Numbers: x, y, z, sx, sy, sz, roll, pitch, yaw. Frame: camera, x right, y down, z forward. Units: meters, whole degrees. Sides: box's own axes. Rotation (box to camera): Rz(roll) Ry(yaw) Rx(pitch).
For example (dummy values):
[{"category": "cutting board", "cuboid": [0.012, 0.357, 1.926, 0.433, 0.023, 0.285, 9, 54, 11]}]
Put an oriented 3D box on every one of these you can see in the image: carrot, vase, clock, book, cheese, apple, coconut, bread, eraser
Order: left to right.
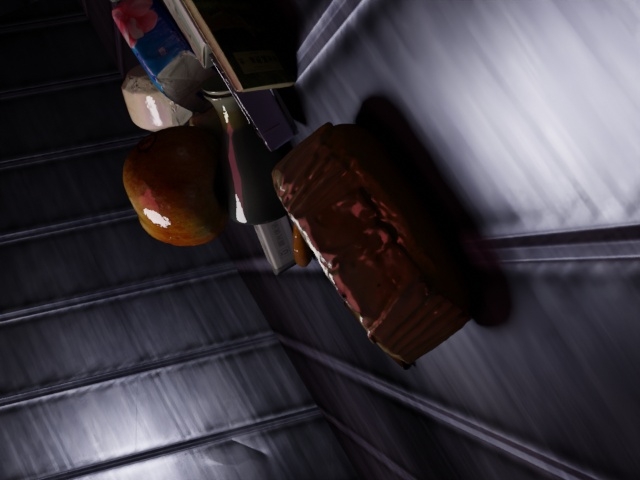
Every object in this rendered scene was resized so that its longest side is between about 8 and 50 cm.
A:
[{"category": "coconut", "cuboid": [-0.491, -0.435, 2.221, 0.224, 0.224, 0.233, 40, 154, 55]}, {"category": "apple", "cuboid": [-0.344, -0.129, 1.699, 0.309, 0.250, 0.277, -74, -19, -72]}, {"category": "cheese", "cuboid": [-0.237, -0.256, 1.849, 0.226, 0.117, 0.213, 29, 152, 57]}, {"category": "book", "cuboid": [-0.147, -0.364, 1.257, 0.024, 0.160, 0.228, -33, 85, 37]}, {"category": "vase", "cuboid": [-0.165, -0.207, 1.592, 0.173, 0.173, 0.321, 42, 153, 53]}, {"category": "clock", "cuboid": [-0.129, -0.284, 1.390, 0.193, 0.073, 0.144, 59, 177, -36]}, {"category": "eraser", "cuboid": [-0.131, -0.038, 1.947, 0.061, 0.089, 0.351, 41, 157, 48]}, {"category": "carrot", "cuboid": [-0.051, -0.010, 1.825, 0.048, 0.048, 0.216, 50, 158, 37]}, {"category": "bread", "cuboid": [0.086, 0.001, 1.117, 0.388, 0.183, 0.236, 55, -178, -2]}]

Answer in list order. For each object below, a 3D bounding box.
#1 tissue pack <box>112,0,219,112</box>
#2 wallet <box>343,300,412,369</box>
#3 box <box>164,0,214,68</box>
[{"category": "tissue pack", "cuboid": [-0.357, -0.450, 1.723, 0.269, 0.137, 0.209, 53, -167, 28]}, {"category": "wallet", "cuboid": [0.113, 0.170, 1.602, 0.255, 0.031, 0.137, 46, 160, 48]}, {"category": "box", "cuboid": [-0.281, -0.517, 1.543, 0.269, 0.079, 0.135, 60, 166, 4]}]
